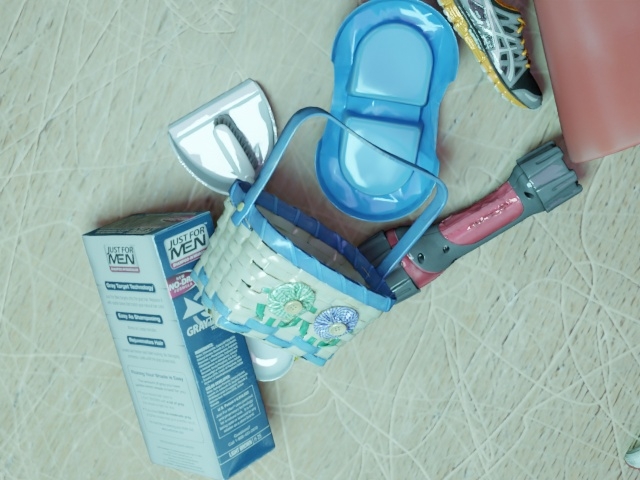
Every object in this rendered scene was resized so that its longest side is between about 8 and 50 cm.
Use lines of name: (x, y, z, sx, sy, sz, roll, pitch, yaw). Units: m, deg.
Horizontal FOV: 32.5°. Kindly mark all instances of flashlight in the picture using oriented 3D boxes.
flashlight: (0.201, -0.028, 1.486, 0.304, 0.103, 0.103, -32, 104, 9)

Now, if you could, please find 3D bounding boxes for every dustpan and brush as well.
dustpan and brush: (-0.101, -0.094, 1.496, 0.147, 0.060, 0.211, -29, 101, 8)

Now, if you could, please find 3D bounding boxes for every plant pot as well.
plant pot: (0.392, -0.255, 1.359, 0.275, 0.275, 0.243, -23, 93, 6)

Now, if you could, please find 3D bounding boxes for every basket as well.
basket: (0.000, 0.000, 1.369, 0.255, 0.201, 0.289, 25, 101, -34)

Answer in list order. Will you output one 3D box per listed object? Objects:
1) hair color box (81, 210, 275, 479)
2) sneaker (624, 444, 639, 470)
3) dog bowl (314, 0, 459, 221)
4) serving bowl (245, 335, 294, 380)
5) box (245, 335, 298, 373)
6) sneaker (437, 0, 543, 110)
hair color box: (-0.191, 0.139, 1.489, 0.174, 0.105, 0.347, 0, 110, 46)
sneaker: (0.517, 0.240, 1.565, 0.093, 0.088, 0.225, 45, 101, 12)
dog bowl: (0.086, -0.176, 1.467, 0.166, 0.074, 0.297, 9, 103, -1)
serving bowl: (-0.076, 0.151, 1.515, 0.083, 0.027, 0.083, 0, 104, 1)
box: (-0.099, 0.106, 1.548, 0.059, 0.054, 0.169, -32, 102, 9)
sneaker: (0.235, -0.262, 1.427, 0.083, 0.084, 0.215, -33, 109, 15)
